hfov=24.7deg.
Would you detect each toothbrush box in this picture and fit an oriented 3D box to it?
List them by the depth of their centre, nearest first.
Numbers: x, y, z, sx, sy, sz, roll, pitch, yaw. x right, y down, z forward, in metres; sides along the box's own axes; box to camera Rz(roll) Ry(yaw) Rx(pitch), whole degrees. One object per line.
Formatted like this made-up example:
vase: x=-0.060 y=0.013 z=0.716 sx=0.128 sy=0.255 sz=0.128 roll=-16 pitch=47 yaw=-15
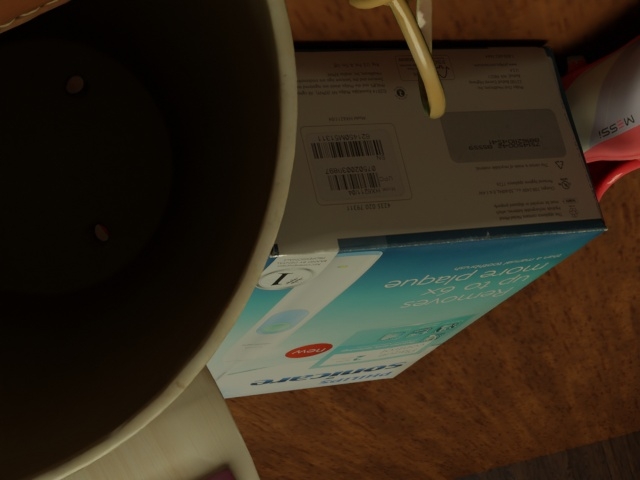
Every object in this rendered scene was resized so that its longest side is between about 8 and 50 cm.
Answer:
toothbrush box: x=0.000 y=0.000 z=0.919 sx=0.216 sy=0.126 sz=0.295 roll=-4 pitch=161 yaw=-27

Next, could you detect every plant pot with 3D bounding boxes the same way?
plant pot: x=-0.136 y=-0.038 z=0.580 sx=0.256 sy=0.256 sz=0.274 roll=-13 pitch=178 yaw=-1

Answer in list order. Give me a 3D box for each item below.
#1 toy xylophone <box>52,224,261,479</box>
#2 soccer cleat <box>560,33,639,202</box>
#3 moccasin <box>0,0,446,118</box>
toy xylophone: x=-0.176 y=0.064 z=0.754 sx=0.236 sy=0.322 sz=0.081 roll=-22 pitch=126 yaw=-9
soccer cleat: x=0.210 y=-0.093 z=0.834 sx=0.083 sy=0.095 sz=0.248 roll=0 pitch=158 yaw=-35
moccasin: x=0.035 y=-0.125 z=0.398 sx=0.380 sy=0.147 sz=0.139 roll=-25 pitch=170 yaw=-21
